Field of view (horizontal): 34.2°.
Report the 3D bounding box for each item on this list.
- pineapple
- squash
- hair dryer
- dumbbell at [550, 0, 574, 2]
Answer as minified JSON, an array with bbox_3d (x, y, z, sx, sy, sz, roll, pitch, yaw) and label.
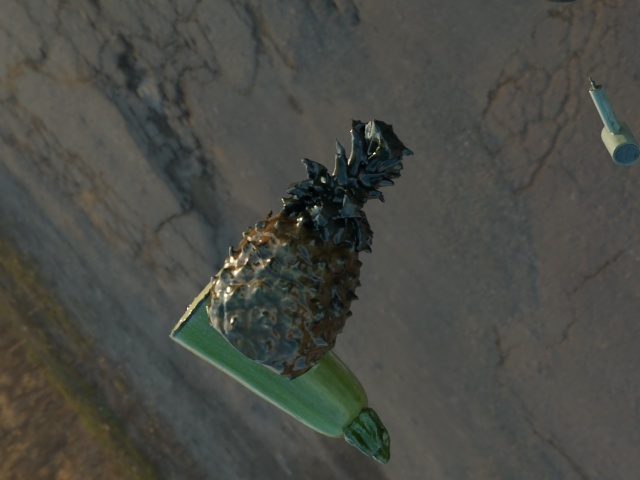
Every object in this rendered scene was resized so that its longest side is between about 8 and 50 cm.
[{"bbox_3d":[0.000,0.000,0.760,0.108,0.198,0.108,33,-176,-3],"label":"pineapple"},{"bbox_3d":[-0.024,0.116,0.912,0.224,0.094,0.094,40,150,1],"label":"squash"},{"bbox_3d":[0.369,-0.158,1.327,0.124,0.038,0.063,57,-164,-29],"label":"hair dryer"},{"bbox_3d":[0.161,-0.271,0.354,0.179,0.179,0.406,38,126,25],"label":"dumbbell"}]
